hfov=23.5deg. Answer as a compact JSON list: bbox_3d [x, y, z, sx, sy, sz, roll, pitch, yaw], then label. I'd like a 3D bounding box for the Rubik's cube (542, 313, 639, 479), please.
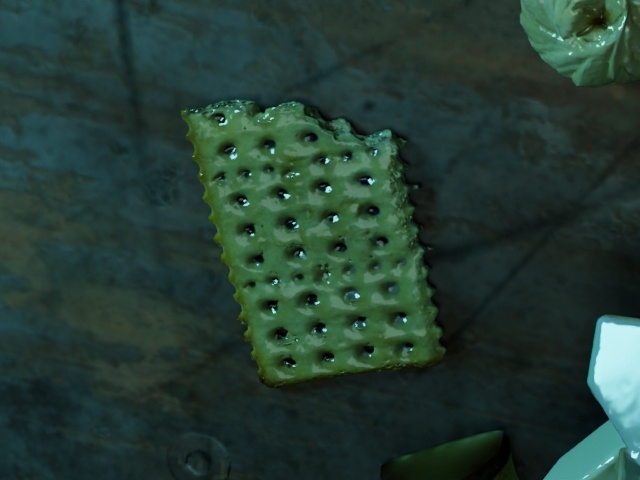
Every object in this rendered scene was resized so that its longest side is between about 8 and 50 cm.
[{"bbox_3d":[0.243,0.154,0.893,0.265,0.224,0.213,43,115,-12],"label":"Rubik's cube"}]

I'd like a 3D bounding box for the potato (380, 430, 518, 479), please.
[{"bbox_3d":[0.095,0.192,1.023,0.096,0.066,0.103,-19,107,22],"label":"potato"}]

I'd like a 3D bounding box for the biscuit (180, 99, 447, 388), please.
[{"bbox_3d":[0.000,0.000,0.996,0.144,0.016,0.203,-8,109,16],"label":"biscuit"}]

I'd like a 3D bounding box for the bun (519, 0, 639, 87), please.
[{"bbox_3d":[0.164,-0.143,0.876,0.115,0.069,0.115,4,110,10],"label":"bun"}]
